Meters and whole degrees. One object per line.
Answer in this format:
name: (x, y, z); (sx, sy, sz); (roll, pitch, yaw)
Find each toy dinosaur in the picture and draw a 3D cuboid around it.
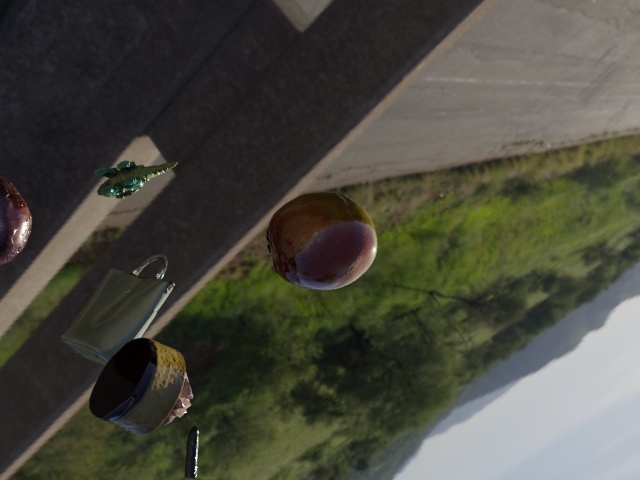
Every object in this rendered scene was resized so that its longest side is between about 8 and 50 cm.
toy dinosaur: (-0.546, -0.186, 2.121); (0.259, 0.094, 0.153); (-21, 175, 8)

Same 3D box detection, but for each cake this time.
cake: (-0.354, 0.322, 1.517); (0.185, 0.178, 0.208); (-16, -140, 39)

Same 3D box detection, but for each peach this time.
peach: (0.000, 0.000, 1.544); (0.231, 0.231, 0.231); (-34, 164, -11)

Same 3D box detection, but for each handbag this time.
handbag: (-0.485, 0.148, 1.781); (0.109, 0.241, 0.315); (50, 59, -44)

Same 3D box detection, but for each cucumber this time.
cucumber: (-0.336, 0.553, 1.902); (0.032, 0.133, 0.032); (2, 170, 0)

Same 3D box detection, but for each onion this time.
onion: (-0.856, -0.045, 1.824); (0.252, 0.252, 0.219); (-31, -170, -18)
